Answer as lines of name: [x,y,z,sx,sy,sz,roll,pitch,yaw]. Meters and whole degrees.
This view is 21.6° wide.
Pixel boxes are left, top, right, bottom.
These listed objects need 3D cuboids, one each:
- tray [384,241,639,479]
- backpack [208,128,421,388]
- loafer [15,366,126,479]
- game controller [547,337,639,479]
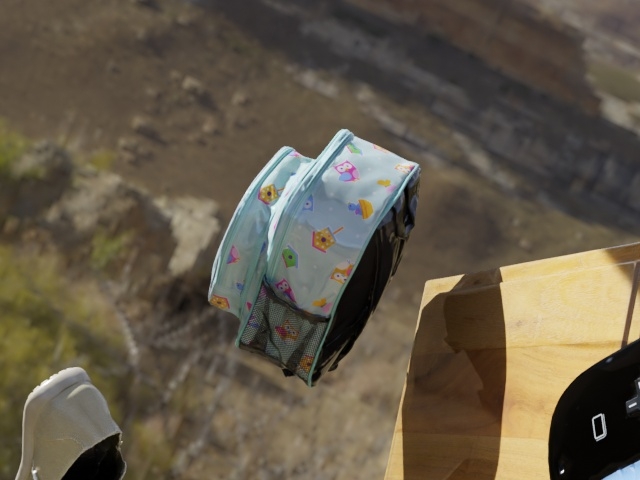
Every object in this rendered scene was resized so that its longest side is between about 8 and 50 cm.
tray: [0.164,0.121,1.288,0.076,0.203,0.411,15,-10,-15]
backpack: [0.000,0.000,1.396,0.144,0.188,0.166,34,44,4]
loafer: [-0.253,0.244,1.719,0.102,0.268,0.092,-28,57,-26]
game controller: [0.197,0.199,0.898,0.067,0.166,0.319,22,51,-37]
